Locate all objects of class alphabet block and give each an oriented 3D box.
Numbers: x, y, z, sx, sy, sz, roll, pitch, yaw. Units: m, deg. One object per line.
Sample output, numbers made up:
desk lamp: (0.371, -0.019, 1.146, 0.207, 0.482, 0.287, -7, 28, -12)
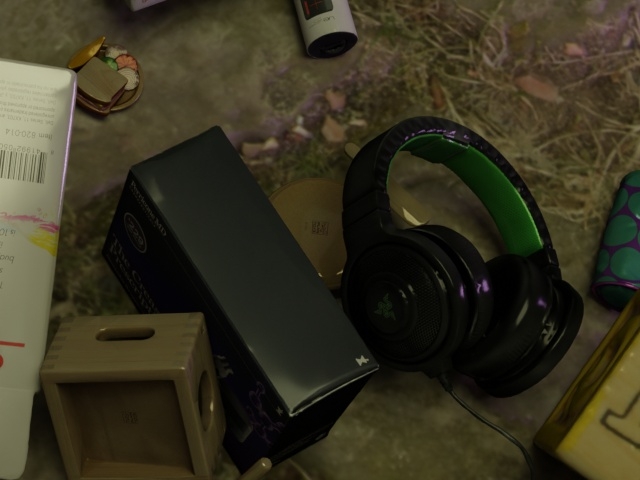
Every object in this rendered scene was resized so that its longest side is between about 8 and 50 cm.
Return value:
alphabet block: (0.334, 0.169, 1.681, 0.197, 0.192, 0.193, 36, 87, 1)

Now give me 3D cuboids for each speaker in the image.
speaker: (-0.003, -0.257, 1.895, 0.055, 0.055, 0.136, -6, 67, -20)

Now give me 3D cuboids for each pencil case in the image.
pencil case: (0.322, -0.001, 1.864, 0.070, 0.064, 0.152, 12, 59, 17)

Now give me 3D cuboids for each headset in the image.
headset: (0.115, 0.079, 1.712, 0.243, 0.185, 0.394, 17, 54, -38)

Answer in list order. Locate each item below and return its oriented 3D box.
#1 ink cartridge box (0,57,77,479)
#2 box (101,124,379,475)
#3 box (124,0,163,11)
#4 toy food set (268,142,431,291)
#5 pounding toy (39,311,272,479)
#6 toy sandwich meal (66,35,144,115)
ink cartridge box: (-0.334, 0.018, 1.579, 0.207, 0.119, 0.354, 8, 86, -15)
box: (-0.078, 0.059, 1.642, 0.103, 0.184, 0.261, -27, 74, -27)
box: (-0.111, -0.368, 1.878, 0.322, 0.058, 0.232, -23, 56, -27)
toy food set: (0.000, 0.000, 1.785, 0.192, 0.038, 0.132, -37, 73, -23)
pounding toy: (-0.125, 0.166, 1.596, 0.181, 0.206, 0.094, -3, 33, 11)
toy sandwich meal: (-0.211, -0.162, 1.798, 0.085, 0.029, 0.086, 7, 63, -14)
